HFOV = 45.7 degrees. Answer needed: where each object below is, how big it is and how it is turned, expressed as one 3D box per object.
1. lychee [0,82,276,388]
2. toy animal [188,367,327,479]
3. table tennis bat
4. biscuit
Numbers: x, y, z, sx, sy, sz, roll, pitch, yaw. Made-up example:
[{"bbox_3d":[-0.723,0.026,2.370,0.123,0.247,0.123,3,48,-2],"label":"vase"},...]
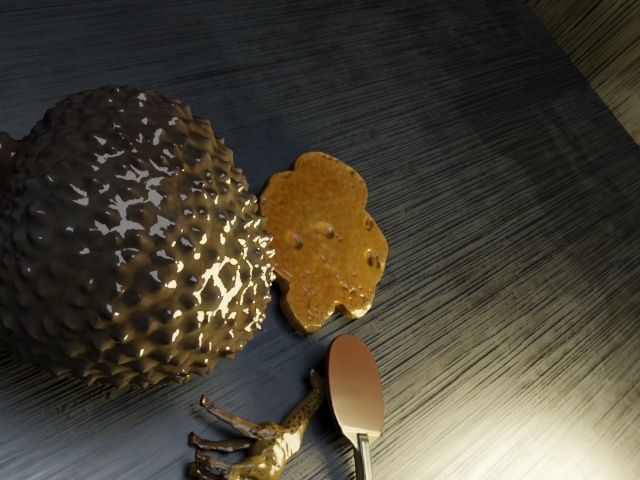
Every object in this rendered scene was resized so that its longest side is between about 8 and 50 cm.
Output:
[{"bbox_3d":[-0.249,0.005,0.950,0.432,0.380,0.380,39,42,-37],"label":"lychee"},{"bbox_3d":[-0.074,0.276,1.106,0.276,0.054,0.149,-9,61,-35],"label":"toy animal"},{"bbox_3d":[0.060,0.279,1.186,0.154,0.021,0.274,24,54,-49],"label":"table tennis bat"},{"bbox_3d":[-0.002,0.002,1.337,0.269,0.051,0.375,28,50,-19],"label":"biscuit"}]
